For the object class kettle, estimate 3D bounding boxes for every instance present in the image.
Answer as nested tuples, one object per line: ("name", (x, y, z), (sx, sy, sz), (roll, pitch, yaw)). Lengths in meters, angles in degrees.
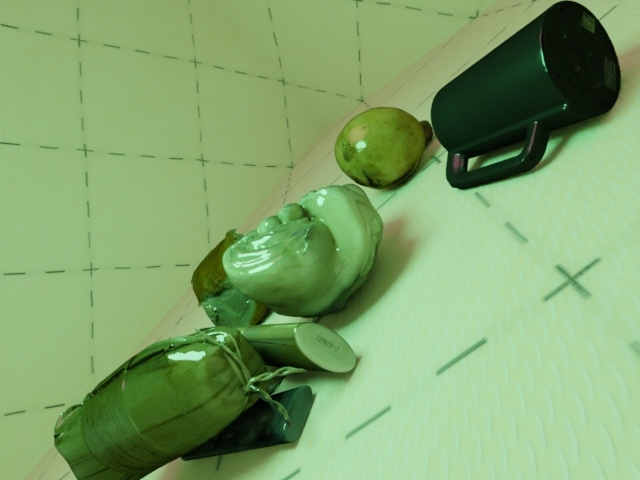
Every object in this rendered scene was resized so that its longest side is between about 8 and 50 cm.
("kettle", (0.390, -0.261, 0.872), (0.203, 0.262, 0.308), (-13, -2, -26))

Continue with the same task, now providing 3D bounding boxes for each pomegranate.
("pomegranate", (0.166, -0.267, 1.270), (0.260, 0.260, 0.260), (-41, 17, 15))

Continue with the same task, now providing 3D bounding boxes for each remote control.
("remote control", (-0.160, 0.367, 0.861), (0.377, 0.044, 0.107), (-31, 17, 40))

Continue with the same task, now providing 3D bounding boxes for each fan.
("fan", (-0.061, 0.240, 0.990), (0.227, 0.008, 0.152), (-49, 17, -9))

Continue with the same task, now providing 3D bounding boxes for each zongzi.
("zongzi", (-0.231, 0.248, 0.930), (0.499, 0.218, 0.467), (-33, 8, 19))

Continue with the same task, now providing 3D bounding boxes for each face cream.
("face cream", (-0.067, 0.205, 0.841), (0.285, 0.139, 0.067), (-19, 41, 53))

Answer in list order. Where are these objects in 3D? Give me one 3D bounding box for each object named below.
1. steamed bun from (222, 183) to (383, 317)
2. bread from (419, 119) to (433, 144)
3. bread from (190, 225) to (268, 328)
("steamed bun", (-0.008, 0.040, 0.952), (0.339, 0.247, 0.352), (-33, -7, 4))
("bread", (0.314, -0.326, 1.365), (0.113, 0.060, 0.082), (-54, 18, -22))
("bread", (-0.261, 0.141, 1.343), (0.250, 0.225, 0.279), (-46, 26, 18))
